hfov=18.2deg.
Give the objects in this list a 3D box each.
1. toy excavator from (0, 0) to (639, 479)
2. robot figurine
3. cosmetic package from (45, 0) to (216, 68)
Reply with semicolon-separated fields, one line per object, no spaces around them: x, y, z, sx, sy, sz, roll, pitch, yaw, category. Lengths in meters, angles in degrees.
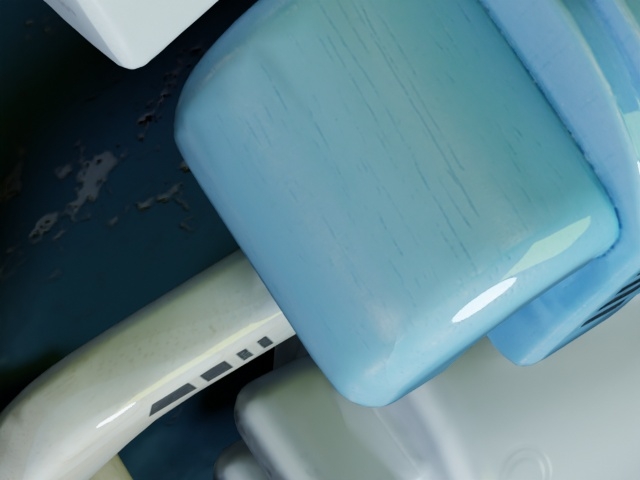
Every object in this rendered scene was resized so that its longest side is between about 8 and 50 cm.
0.000;0.000;0.879;0.445;0.222;0.433;-29;170;-16;toy excavator
0.115;0.082;1.130;0.353;0.200;0.300;-25;159;-26;robot figurine
0.009;-0.310;0.751;0.453;0.161;0.230;-42;140;-9;cosmetic package
